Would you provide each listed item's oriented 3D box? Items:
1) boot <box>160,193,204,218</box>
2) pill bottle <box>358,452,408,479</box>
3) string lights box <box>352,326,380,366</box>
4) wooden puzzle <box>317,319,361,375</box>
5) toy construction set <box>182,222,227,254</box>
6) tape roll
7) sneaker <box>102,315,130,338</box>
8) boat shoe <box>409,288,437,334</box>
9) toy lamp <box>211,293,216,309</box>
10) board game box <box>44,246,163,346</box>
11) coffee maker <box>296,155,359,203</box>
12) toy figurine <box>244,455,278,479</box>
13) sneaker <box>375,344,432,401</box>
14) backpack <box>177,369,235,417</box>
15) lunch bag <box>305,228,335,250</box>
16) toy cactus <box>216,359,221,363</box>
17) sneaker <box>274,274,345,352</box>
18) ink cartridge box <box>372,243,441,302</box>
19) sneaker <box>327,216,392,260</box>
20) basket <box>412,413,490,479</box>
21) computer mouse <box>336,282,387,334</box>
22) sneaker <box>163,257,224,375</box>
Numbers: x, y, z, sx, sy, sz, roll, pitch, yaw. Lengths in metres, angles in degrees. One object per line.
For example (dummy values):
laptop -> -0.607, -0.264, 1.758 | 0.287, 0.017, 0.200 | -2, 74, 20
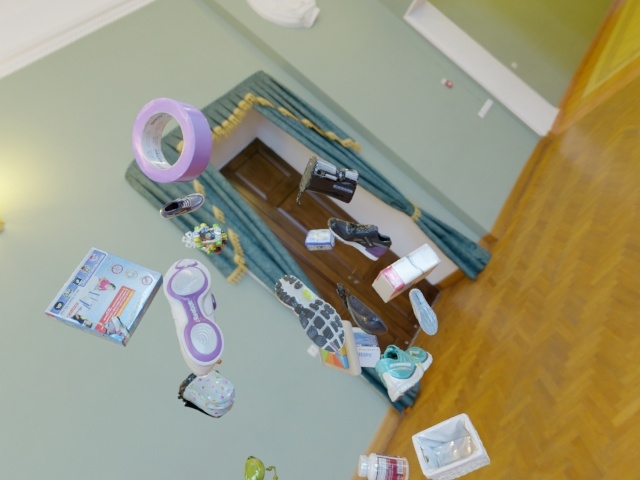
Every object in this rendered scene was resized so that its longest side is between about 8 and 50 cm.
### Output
boot -> -0.552, -0.143, 1.702 | 0.190, 0.069, 0.086 | -31, 6, -27
pill bottle -> 0.202, 0.740, 1.366 | 0.086, 0.152, 0.085 | -171, 90, -90
string lights box -> 0.190, 0.477, 1.905 | 0.259, 0.134, 0.076 | -78, -9, -80
wooden puzzle -> 0.054, 0.423, 1.693 | 0.044, 0.220, 0.239 | -14, 3, -36
toy construction set -> -0.641, 0.001, 2.329 | 0.215, 0.151, 0.328 | -5, -5, -33
tape roll -> -0.502, -0.332, 1.418 | 0.274, 0.275, 0.090 | -49, -15, 22
sneaker -> -0.659, 0.292, 1.345 | 0.069, 0.098, 0.038 | -29, 34, -16
boat shoe -> 0.486, 0.334, 1.989 | 0.083, 0.226, 0.076 | -19, -9, -2
toy lamp -> -0.528, 0.218, 1.817 | 0.080, 0.275, 0.080 | -20, -54, -30
board game box -> -0.835, 0.218, 1.656 | 0.086, 0.302, 0.308 | 116, 176, -57
coffee maker -> 0.026, -0.197, 1.498 | 0.120, 0.178, 0.171 | -96, 30, -48
toy figurine -> -0.169, 0.974, 1.557 | 0.217, 0.191, 0.362 | -39, 34, 30
sneaker -> 0.218, 0.320, 1.110 | 0.107, 0.110, 0.275 | -43, -16, 16
backpack -> -0.383, 0.525, 1.458 | 0.152, 0.182, 0.115 | -44, -24, -42
lunch bag -> 0.000, 0.000, 2.055 | 0.151, 0.129, 0.096 | -51, -43, -77
toy cactus -> -0.482, 0.439, 1.752 | 0.112, 0.218, 0.180 | -15, 26, -7
sneaker -> -0.017, 0.209, 1.240 | 0.107, 0.279, 0.118 | -43, -25, 1
ink cartridge box -> 0.316, 0.121, 1.553 | 0.218, 0.092, 0.158 | -31, -18, -18
sneaker -> 0.164, -0.036, 1.689 | 0.124, 0.283, 0.107 | -44, 30, 32
basket -> 0.354, 0.565, 1.135 | 0.167, 0.103, 0.113 | -30, 39, 13
computer mouse -> 0.154, 0.296, 1.665 | 0.072, 0.188, 0.272 | -40, 41, -12
sneaker -> -0.319, 0.185, 1.028 | 0.114, 0.305, 0.152 | -4, -37, -25
